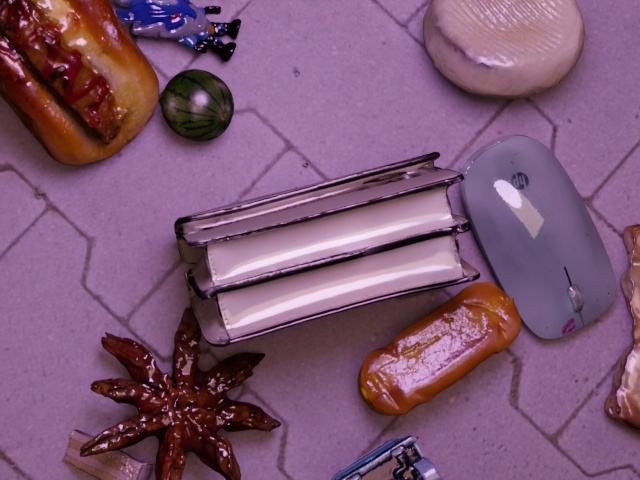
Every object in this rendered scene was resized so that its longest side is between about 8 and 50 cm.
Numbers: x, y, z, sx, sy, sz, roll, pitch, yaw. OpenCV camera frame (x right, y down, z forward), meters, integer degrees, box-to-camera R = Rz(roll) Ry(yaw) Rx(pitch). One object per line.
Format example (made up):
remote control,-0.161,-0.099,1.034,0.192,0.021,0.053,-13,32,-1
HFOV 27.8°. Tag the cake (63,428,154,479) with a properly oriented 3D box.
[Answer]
cake,-0.283,0.297,1.714,0.121,0.065,0.052,22,82,18

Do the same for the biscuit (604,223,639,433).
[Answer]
biscuit,0.487,0.130,1.819,0.154,0.045,0.299,9,83,-5

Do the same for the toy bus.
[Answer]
toy bus,0.127,0.397,1.688,0.133,0.165,0.271,-30,90,-8

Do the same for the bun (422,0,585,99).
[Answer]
bun,0.251,-0.277,1.790,0.222,0.127,0.222,-1,62,1

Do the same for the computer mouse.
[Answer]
computer mouse,0.302,-0.008,1.782,0.159,0.097,0.288,-28,89,-11

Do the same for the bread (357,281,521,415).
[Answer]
bread,0.160,0.148,1.753,0.245,0.094,0.102,-32,84,-8

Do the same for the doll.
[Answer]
doll,-0.205,-0.306,1.757,0.195,0.070,0.096,21,60,-13

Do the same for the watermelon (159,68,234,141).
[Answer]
watermelon,-0.168,-0.185,1.735,0.109,0.109,0.109,1,85,-7

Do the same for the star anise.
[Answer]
star anise,-0.188,0.214,1.682,0.288,0.088,0.288,7,61,-13

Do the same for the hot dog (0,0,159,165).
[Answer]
hot dog,-0.377,-0.291,1.655,0.185,0.223,0.405,-41,92,-12

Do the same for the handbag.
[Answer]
handbag,0.000,0.000,1.670,0.358,0.237,0.160,-14,99,-9
